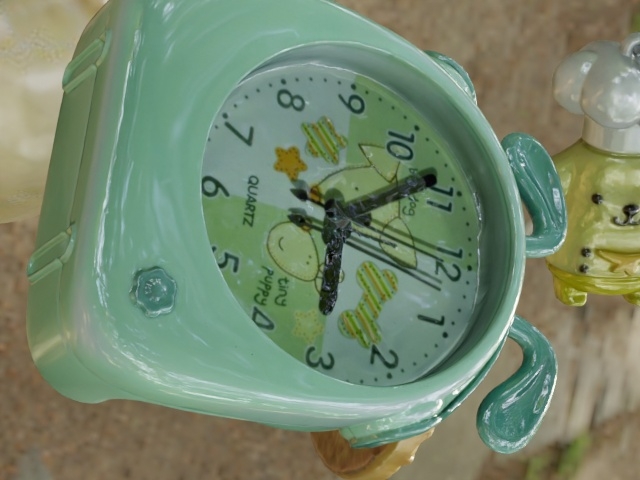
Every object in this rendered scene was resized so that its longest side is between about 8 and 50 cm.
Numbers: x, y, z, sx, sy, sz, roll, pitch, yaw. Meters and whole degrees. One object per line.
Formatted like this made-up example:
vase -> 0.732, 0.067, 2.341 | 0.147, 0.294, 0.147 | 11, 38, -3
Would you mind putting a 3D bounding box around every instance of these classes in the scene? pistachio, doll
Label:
pistachio -> -0.230, -0.131, 1.427 | 0.238, 0.229, 0.321 | -66, 165, 4
doll -> 0.166, -0.039, 1.061 | 0.062, 0.106, 0.162 | -110, -159, -62

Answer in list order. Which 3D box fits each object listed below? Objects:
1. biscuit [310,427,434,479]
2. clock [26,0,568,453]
biscuit -> 0.057, 0.083, 1.456 | 0.309, 0.040, 0.204 | 137, -35, -60
clock -> 0.001, 0.000, 0.637 | 0.189, 0.060, 0.148 | 19, 65, -23
